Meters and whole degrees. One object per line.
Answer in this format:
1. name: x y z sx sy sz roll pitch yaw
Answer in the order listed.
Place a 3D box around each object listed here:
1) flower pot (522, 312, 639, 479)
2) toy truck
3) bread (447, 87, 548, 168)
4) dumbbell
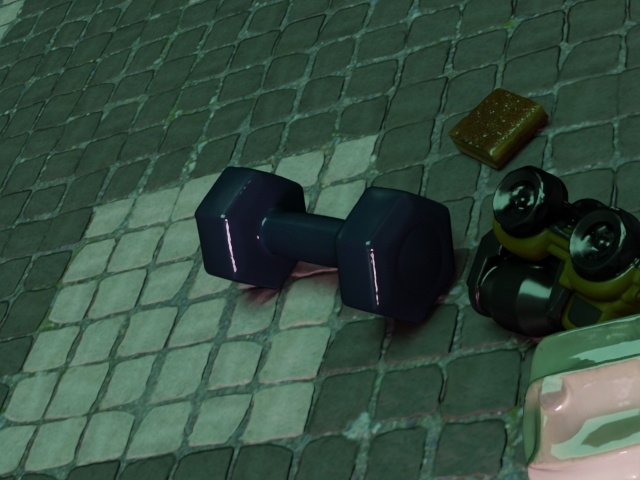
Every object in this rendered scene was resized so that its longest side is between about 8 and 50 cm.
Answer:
1. flower pot: 0.258 0.241 0.910 0.165 0.254 0.367 -18 70 20
2. toy truck: 0.254 0.038 1.293 0.224 0.147 0.165 35 98 50
3. bread: 0.219 -0.139 1.588 0.094 0.035 0.090 -43 37 -12
4. dumbbell: 0.000 0.000 1.516 0.144 0.160 0.325 -26 25 -38
